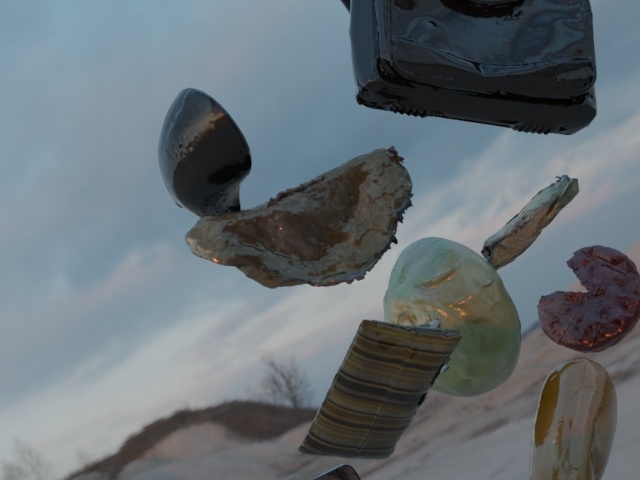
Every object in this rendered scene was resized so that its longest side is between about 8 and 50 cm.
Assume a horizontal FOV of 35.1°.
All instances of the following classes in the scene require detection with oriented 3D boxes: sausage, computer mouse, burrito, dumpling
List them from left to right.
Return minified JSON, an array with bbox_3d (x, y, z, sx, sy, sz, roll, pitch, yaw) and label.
[{"bbox_3d":[-0.166,-0.095,1.324,0.088,0.147,0.264,-38,-14,-18],"label":"computer mouse"},{"bbox_3d":[-0.003,-0.001,1.306,0.332,0.166,0.086,-24,-17,-26],"label":"dumpling"},{"bbox_3d":[0.367,-0.030,1.795,0.229,0.063,0.058,-46,-20,3],"label":"burrito"},{"bbox_3d":[0.348,0.292,1.408,0.354,0.116,0.134,-51,-30,-60],"label":"sausage"}]

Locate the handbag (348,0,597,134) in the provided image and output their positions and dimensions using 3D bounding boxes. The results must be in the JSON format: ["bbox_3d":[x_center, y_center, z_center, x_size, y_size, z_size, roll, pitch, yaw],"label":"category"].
[{"bbox_3d":[0.166,-0.240,1.074,0.275,0.244,0.088,5,-20,-11],"label":"handbag"}]

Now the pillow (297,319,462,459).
[{"bbox_3d":[0.058,0.162,1.053,0.113,0.038,0.203,9,-53,-18],"label":"pillow"}]

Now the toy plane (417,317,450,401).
[{"bbox_3d":[0.107,0.164,1.292,0.160,0.082,0.234,-13,3,37],"label":"toy plane"}]

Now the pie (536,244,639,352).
[{"bbox_3d":[0.529,0.118,1.973,0.218,0.204,0.054,-44,-43,6],"label":"pie"}]

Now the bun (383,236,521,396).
[{"bbox_3d":[0.196,0.144,1.708,0.179,0.283,0.283,-22,-13,-28],"label":"bun"}]

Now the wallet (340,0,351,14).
[{"bbox_3d":[0.134,-0.372,1.651,0.172,0.045,0.318,-55,-47,-13],"label":"wallet"}]

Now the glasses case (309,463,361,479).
[{"bbox_3d":[-0.051,0.496,1.759,0.299,0.114,0.060,-20,-15,-32],"label":"glasses case"}]
